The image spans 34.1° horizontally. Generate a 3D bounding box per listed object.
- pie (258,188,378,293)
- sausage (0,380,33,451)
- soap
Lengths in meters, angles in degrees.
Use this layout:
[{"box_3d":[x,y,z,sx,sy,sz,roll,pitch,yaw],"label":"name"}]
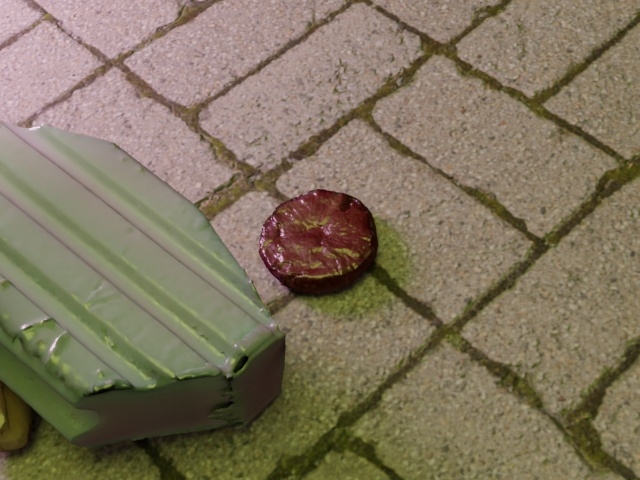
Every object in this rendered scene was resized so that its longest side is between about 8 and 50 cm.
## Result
[{"box_3d":[0.000,0.000,1.258,0.154,0.036,0.154,-4,52,5],"label":"pie"},{"box_3d":[-0.367,0.108,1.211,0.066,0.066,0.301,-14,54,-3],"label":"sausage"},{"box_3d":[-0.253,0.048,1.136,0.446,0.156,0.261,34,53,20],"label":"soap"}]
